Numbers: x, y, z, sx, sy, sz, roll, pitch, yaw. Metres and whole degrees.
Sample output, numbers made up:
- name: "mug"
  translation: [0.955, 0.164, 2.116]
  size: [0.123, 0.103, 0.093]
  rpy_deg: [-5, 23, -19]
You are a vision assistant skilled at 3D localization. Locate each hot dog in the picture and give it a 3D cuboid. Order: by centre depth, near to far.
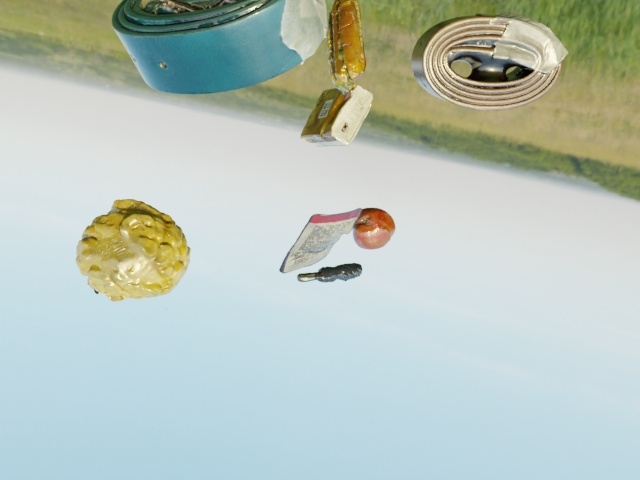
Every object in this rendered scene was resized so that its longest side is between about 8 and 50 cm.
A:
- name: "hot dog"
  translation: [0.059, -0.462, 1.546]
  size: [0.072, 0.269, 0.115]
  rpy_deg: [16, 143, -27]

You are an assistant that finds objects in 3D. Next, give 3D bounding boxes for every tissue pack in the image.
- name: "tissue pack"
  translation: [0.049, -0.376, 2.027]
  size: [0.092, 0.183, 0.226]
  rpy_deg: [27, 174, -24]

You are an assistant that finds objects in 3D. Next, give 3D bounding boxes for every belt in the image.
- name: "belt"
  translation: [-0.202, -0.440, 1.323]
  size: [0.437, 0.300, 0.173]
  rpy_deg: [5, 142, 23]
- name: "belt"
  translation: [0.387, -0.415, 1.537]
  size: [0.339, 0.217, 0.122]
  rpy_deg: [0, -163, -6]

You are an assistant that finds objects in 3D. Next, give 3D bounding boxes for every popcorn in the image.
- name: "popcorn"
  translation: [-0.425, 0.023, 1.497]
  size: [0.250, 0.250, 0.190]
  rpy_deg: [11, -175, -8]

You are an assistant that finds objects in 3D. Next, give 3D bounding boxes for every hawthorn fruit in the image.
- name: "hawthorn fruit"
  translation: [0.141, -0.032, 1.818]
  size: [0.128, 0.128, 0.128]
  rpy_deg: [12, -171, -2]

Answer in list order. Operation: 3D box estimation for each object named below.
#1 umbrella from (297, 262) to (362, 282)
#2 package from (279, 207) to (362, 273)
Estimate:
- name: "umbrella"
  translation: [0.034, 0.117, 2.215]
  size: [0.248, 0.070, 0.071]
  rpy_deg: [-9, -160, -38]
- name: "package"
  translation: [0.000, 0.000, 1.643]
  size: [0.154, 0.239, 0.030]
  rpy_deg: [-12, -116, -35]
